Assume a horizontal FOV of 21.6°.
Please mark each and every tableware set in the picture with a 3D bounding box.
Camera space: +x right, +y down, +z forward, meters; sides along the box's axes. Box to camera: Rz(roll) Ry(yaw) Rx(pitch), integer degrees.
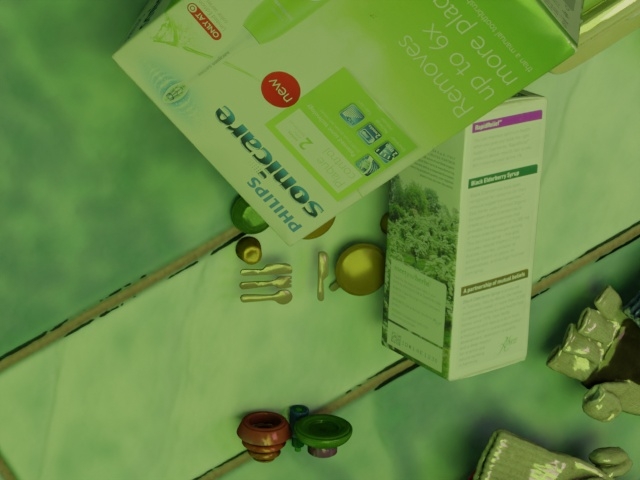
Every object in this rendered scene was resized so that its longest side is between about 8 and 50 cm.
[{"bbox_3d":[0.000,0.000,1.435,0.154,0.024,0.104,-4,108,-12],"label":"tableware set"}]

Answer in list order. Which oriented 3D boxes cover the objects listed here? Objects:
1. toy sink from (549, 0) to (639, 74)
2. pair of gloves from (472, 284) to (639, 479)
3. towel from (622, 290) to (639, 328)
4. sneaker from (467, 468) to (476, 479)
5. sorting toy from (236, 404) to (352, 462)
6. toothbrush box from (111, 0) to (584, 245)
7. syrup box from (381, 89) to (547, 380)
[{"bbox_3d":[0.215,-0.245,1.334,0.153,0.131,0.234,-32,115,0],"label":"toy sink"},{"bbox_3d":[0.264,0.181,1.528,0.204,0.042,0.240,34,84,-24],"label":"pair of gloves"},{"bbox_3d":[0.455,0.007,1.533,0.243,0.040,0.336,40,92,-26],"label":"towel"},{"bbox_3d":[0.104,0.268,1.543,0.221,0.087,0.128,1,102,-28],"label":"sneaker"},{"bbox_3d":[-0.022,0.176,1.476,0.102,0.061,0.042,5,111,8],"label":"sorting toy"},{"bbox_3d":[0.023,-0.162,1.252,0.283,0.122,0.206,-33,109,29],"label":"toothbrush box"},{"bbox_3d":[0.118,-0.013,1.404,0.096,0.093,0.236,-12,115,-35],"label":"syrup box"}]
